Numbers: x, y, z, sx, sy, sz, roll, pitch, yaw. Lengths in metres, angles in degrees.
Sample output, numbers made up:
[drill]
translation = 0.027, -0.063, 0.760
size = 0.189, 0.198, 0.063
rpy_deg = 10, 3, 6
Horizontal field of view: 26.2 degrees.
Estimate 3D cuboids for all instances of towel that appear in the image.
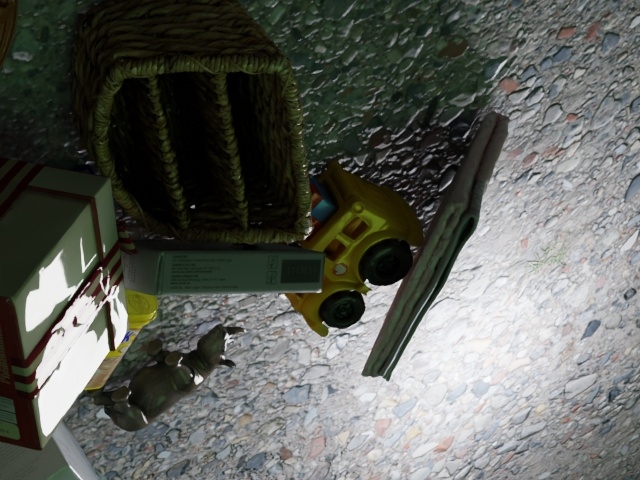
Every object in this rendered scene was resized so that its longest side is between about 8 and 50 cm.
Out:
[towel]
translation = 0.174, 0.009, 2.001
size = 0.332, 0.053, 0.317
rpy_deg = -65, 178, 32

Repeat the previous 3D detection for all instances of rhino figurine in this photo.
[rhino figurine]
translation = -0.214, 0.193, 2.009
size = 0.243, 0.073, 0.106
rpy_deg = -32, 139, -10

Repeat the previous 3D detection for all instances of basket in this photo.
[basket]
translation = -0.155, -0.123, 1.597
size = 0.213, 0.223, 0.299
rpy_deg = -25, 142, -17

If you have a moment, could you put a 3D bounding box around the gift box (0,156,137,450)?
[gift box]
translation = -0.370, 0.064, 1.547
size = 0.258, 0.255, 0.276
rpy_deg = -61, 162, -48

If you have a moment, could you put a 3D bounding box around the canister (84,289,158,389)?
[canister]
translation = -0.309, 0.126, 1.842
size = 0.126, 0.073, 0.170
rpy_deg = 1, 138, -40

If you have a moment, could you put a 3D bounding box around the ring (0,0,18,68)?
[ring]
translation = -0.461, -0.214, 1.388
size = 0.336, 0.032, 0.336
rpy_deg = -22, 136, -23

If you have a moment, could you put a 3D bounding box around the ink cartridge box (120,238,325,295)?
[ink cartridge box]
translation = -0.172, 0.026, 1.768
size = 0.275, 0.239, 0.060
rpy_deg = 1, 97, -45

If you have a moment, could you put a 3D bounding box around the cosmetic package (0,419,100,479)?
[cosmetic package]
translation = -0.394, 0.307, 1.853
size = 0.138, 0.225, 0.224
rpy_deg = -34, 144, -9

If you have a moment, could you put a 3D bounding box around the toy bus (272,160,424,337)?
[toy bus]
translation = 0.000, 0.000, 1.936
size = 0.211, 0.149, 0.220
rpy_deg = 30, 110, -38

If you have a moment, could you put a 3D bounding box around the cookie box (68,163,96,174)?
[cookie box]
translation = -0.316, -0.032, 1.710
size = 0.092, 0.040, 0.107
rpy_deg = -22, 140, -20
